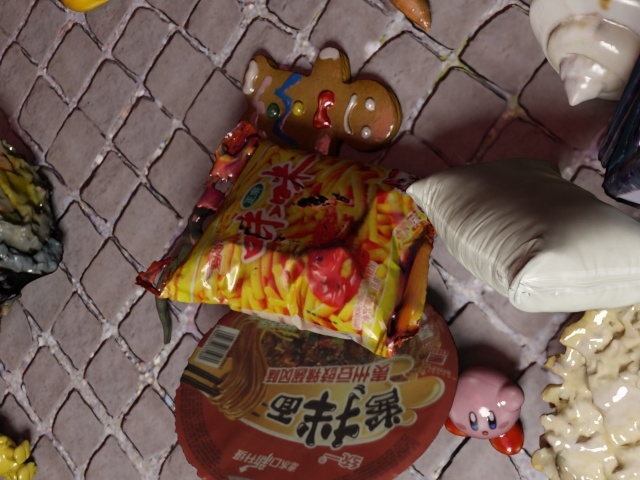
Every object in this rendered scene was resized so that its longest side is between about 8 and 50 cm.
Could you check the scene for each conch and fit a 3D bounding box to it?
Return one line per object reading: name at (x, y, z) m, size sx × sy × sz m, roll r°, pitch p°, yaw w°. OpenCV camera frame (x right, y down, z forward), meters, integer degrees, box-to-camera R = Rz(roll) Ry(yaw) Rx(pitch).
conch at (0.267, -0.230, 0.791) m, size 0.158 × 0.127 × 0.255 m, roll 20°, pitch 95°, yaw 33°

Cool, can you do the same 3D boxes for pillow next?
pillow at (0.174, -0.012, 0.758) m, size 0.144 × 0.254 × 0.078 m, roll -14°, pitch 112°, yaw -7°

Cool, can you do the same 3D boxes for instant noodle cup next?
instant noodle cup at (0.002, 0.155, 0.900) m, size 0.274 × 0.090 × 0.274 m, roll -10°, pitch 45°, yaw 10°

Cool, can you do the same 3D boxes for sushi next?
sushi at (-0.458, -0.004, 1.173) m, size 0.219 × 0.225 × 0.238 m, roll -31°, pitch 36°, yaw 35°

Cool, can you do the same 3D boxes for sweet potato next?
sweet potato at (0.087, -0.250, 0.963) m, size 0.034 × 0.034 × 0.095 m, roll -40°, pitch 76°, yaw 22°

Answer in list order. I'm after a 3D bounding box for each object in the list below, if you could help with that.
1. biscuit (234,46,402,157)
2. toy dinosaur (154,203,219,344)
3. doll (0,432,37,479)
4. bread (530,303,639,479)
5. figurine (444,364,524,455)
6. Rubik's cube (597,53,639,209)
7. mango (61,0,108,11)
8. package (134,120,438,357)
biscuit at (-0.007, -0.140, 1.011) m, size 0.205 × 0.031 × 0.138 m, roll 12°, pitch 90°, yaw 31°
toy dinosaur at (-0.110, 0.056, 1.018) m, size 0.187 × 0.087 × 0.178 m, roll 21°, pitch 95°, yaw 33°
doll at (-0.452, 0.273, 1.214) m, size 0.188 × 0.096 × 0.145 m, roll 25°, pitch 126°, yaw 4°
bread at (0.301, 0.144, 0.715) m, size 0.274 × 0.149 × 0.274 m, roll 0°, pitch 91°, yaw 31°
figurine at (0.145, 0.147, 0.858) m, size 0.083 × 0.071 × 0.067 m, roll 2°, pitch 43°, yaw 25°
Rubik's cube at (0.361, -0.118, 0.566) m, size 0.310 × 0.307 × 0.305 m, roll 24°, pitch 98°, yaw 10°
mango at (-0.292, -0.321, 1.202) m, size 0.089 × 0.046 × 0.060 m, roll 1°, pitch 87°, yaw 19°
package at (-0.004, 0.005, 0.898) m, size 0.288 × 0.108 × 0.223 m, roll 14°, pitch 51°, yaw 24°
